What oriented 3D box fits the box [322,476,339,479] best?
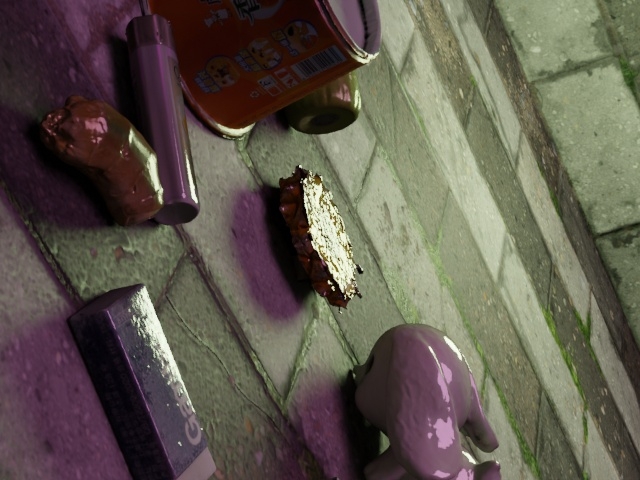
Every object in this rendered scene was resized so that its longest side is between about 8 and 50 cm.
[{"bbox_3d":[0.025,0.402,1.551,0.225,0.086,0.129,58,25,-32],"label":"box"}]

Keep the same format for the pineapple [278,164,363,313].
[{"bbox_3d":[0.000,0.000,1.816,0.221,0.047,0.221,-21,90,-75],"label":"pineapple"}]

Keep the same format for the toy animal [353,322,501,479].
[{"bbox_3d":[0.148,0.266,1.827,0.289,0.174,0.249,65,22,-21],"label":"toy animal"}]

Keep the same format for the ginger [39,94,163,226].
[{"bbox_3d":[-0.215,-0.083,1.365,0.190,0.069,0.095,47,65,-50],"label":"ginger"}]

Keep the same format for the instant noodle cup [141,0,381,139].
[{"bbox_3d":[-0.062,-0.297,1.693,0.296,0.214,0.296,50,30,-44],"label":"instant noodle cup"}]

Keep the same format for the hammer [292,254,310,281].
[{"bbox_3d":[-0.008,0.043,1.832,0.110,0.019,0.035,20,56,-66],"label":"hammer"}]

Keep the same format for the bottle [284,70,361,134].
[{"bbox_3d":[-0.012,-0.289,1.942,0.112,0.112,0.260,31,46,-59],"label":"bottle"}]

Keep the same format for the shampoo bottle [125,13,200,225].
[{"bbox_3d":[-0.178,-0.135,1.496,0.086,0.056,0.227,94,-14,-72],"label":"shampoo bottle"}]

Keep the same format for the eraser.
[{"bbox_3d":[-0.172,0.153,1.319,0.212,0.046,0.092,69,22,-9],"label":"eraser"}]
